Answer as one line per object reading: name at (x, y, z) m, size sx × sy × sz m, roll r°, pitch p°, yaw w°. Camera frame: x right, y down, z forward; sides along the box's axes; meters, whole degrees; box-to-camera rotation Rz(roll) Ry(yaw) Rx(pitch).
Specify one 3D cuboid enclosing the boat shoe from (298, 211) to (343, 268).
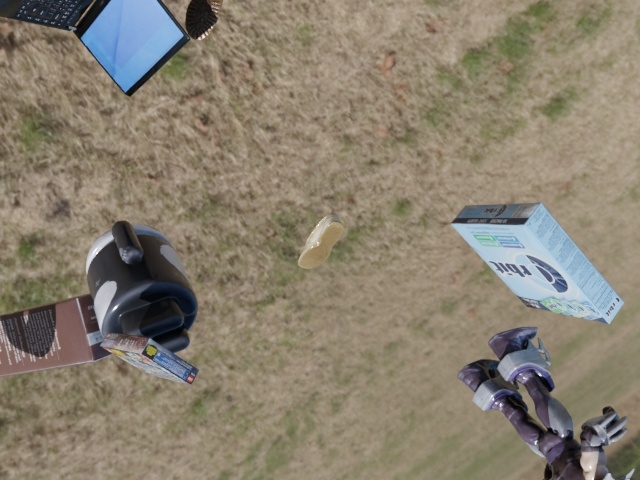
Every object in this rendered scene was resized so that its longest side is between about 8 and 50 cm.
boat shoe at (0.000, 0.000, 1.488) m, size 0.063 × 0.059 × 0.170 m, roll 22°, pitch 126°, yaw -27°

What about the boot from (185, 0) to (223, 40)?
boot at (-0.207, -0.446, 1.147) m, size 0.084 × 0.059 × 0.157 m, roll -147°, pitch -104°, yaw -86°

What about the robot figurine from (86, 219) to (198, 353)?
robot figurine at (-0.321, 0.089, 1.102) m, size 0.174 × 0.278 × 0.209 m, roll 17°, pitch 115°, yaw -40°

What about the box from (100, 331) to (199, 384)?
box at (-0.251, 0.171, 0.890) m, size 0.094 × 0.137 × 0.027 m, roll 43°, pitch 61°, yaw -31°

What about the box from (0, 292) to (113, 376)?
box at (-0.568, 0.198, 1.330) m, size 0.382 × 0.143 × 0.191 m, roll -12°, pitch -179°, yaw 28°

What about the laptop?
laptop at (-0.403, -0.367, 1.026) m, size 0.264 × 0.136 × 0.234 m, roll -3°, pitch 165°, yaw -45°

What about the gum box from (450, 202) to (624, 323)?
gum box at (0.284, 0.027, 0.812) m, size 0.041 × 0.184 × 0.157 m, roll -49°, pitch -164°, yaw -13°

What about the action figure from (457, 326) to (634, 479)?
action figure at (0.296, 0.247, 0.768) m, size 0.099 × 0.285 × 0.185 m, roll 3°, pitch 131°, yaw -29°
